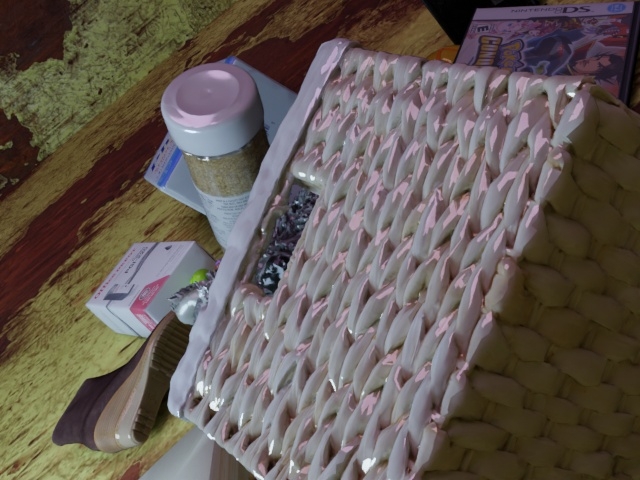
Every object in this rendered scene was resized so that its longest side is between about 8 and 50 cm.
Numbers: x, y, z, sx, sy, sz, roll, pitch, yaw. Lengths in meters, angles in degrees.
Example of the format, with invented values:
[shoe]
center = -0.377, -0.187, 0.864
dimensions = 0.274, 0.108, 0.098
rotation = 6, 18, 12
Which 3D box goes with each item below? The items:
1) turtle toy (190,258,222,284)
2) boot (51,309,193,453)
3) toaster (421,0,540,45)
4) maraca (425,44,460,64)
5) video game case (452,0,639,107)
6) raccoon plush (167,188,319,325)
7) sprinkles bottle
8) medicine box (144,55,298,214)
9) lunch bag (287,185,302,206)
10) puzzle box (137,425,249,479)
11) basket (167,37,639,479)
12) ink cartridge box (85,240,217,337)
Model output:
[turtle toy]
center = -0.155, 0.065, 1.215
dimensions = 0.130, 0.066, 0.095
rotation = -19, 36, 32
[boot]
center = -0.307, 0.211, 1.167
dimensions = 0.207, 0.090, 0.248
rotation = -9, 45, 39
[toaster]
center = 0.283, -0.434, 1.296
dimensions = 0.168, 0.185, 0.110
rotation = -25, 30, 39
[maraca]
center = 0.187, -0.238, 1.207
dimensions = 0.185, 0.099, 0.127
rotation = -51, 12, 14
[video game case]
center = 0.313, -0.249, 1.057
dimensions = 0.249, 0.035, 0.274
rotation = 6, 50, 25
[raccoon plush]
center = 0.000, 0.000, 1.010
dimensions = 0.299, 0.216, 0.446
rotation = -9, 38, 50
[sprinkles bottle]
center = -0.114, -0.076, 1.038
dimensions = 0.121, 0.355, 0.121
rotation = -4, 54, 6
[medicine box]
center = -0.193, -0.186, 1.399
dimensions = 0.263, 0.149, 0.289
rotation = -62, 22, -2
[lunch bag]
center = 0.055, -0.131, 1.148
dimensions = 0.279, 0.108, 0.224
rotation = -55, 35, 11
[puzzle box]
center = -0.176, 0.395, 0.738
dimensions = 0.272, 0.052, 0.408
rotation = -44, 25, 27
[basket]
center = 0.123, 0.065, 0.581
dimensions = 0.266, 0.331, 0.328
rotation = 24, 90, 52
[ink cartridge box]
center = -0.295, 0.086, 1.322
dimensions = 0.218, 0.092, 0.158
rotation = -3, 46, 49
